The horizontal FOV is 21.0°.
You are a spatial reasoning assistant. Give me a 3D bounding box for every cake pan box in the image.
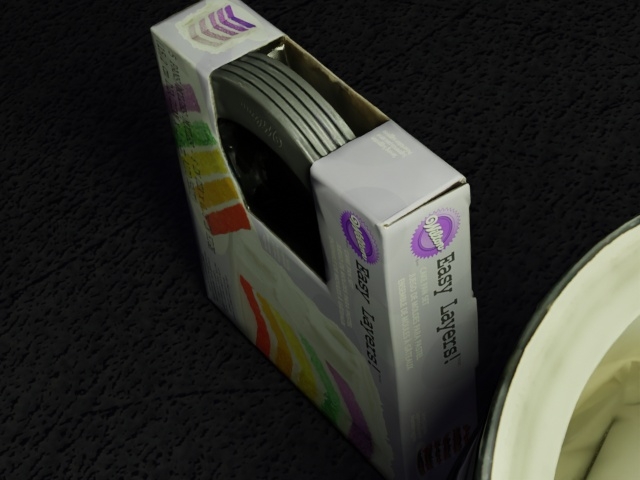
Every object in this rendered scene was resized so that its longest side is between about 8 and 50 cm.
[{"bbox_3d":[0.000,0.000,1.086,0.070,0.267,0.246,-32,51,-22],"label":"cake pan box"}]

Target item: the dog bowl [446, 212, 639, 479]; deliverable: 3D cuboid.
[{"bbox_3d":[0.227,0.183,0.786,0.408,0.150,0.408,10,60,-18],"label":"dog bowl"}]
